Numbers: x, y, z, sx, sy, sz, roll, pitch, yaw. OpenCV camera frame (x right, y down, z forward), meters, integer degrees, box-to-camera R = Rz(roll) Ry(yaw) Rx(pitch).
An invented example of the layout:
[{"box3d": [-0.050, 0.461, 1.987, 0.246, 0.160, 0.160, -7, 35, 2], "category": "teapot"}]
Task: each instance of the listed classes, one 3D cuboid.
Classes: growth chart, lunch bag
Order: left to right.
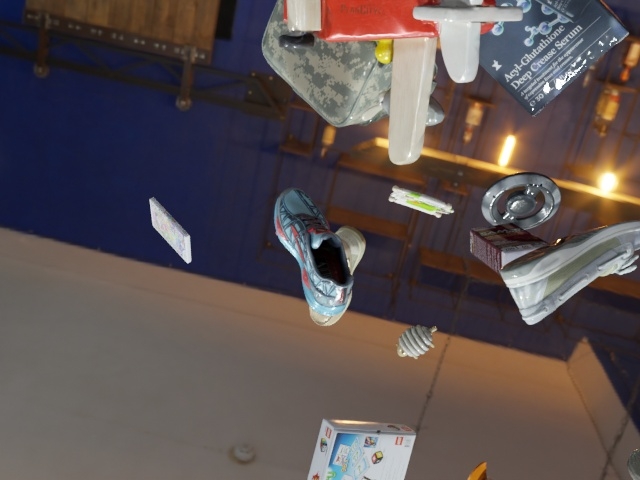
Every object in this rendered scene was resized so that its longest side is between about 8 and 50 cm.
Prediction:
[{"box3d": [0.067, -0.392, 1.464, 0.256, 0.213, 0.305, -14, -129, -48], "category": "lunch bag"}, {"box3d": [0.254, -0.096, 1.795, 0.171, 0.021, 0.237, 18, 178, 2], "category": "growth chart"}]

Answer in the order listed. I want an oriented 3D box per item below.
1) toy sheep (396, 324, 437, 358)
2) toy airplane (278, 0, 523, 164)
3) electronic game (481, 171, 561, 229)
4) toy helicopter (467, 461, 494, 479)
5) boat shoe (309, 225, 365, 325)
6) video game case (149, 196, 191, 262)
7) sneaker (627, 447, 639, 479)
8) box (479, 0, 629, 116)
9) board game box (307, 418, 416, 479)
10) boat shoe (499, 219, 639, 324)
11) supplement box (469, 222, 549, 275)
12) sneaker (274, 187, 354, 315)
[{"box3d": [0.268, 0.277, 1.979, 0.091, 0.132, 0.091, 49, -171, -10], "category": "toy sheep"}, {"box3d": [0.147, -0.373, 1.146, 0.272, 0.386, 0.384, -23, -105, -49], "category": "toy airplane"}, {"box3d": [0.592, -0.113, 2.110, 0.229, 0.229, 0.048, 10, -134, -7], "category": "electronic game"}, {"box3d": [0.308, 0.527, 1.254, 0.140, 0.355, 0.235, -20, -117, -39], "category": "toy helicopter"}, {"box3d": [0.022, 0.103, 1.712, 0.109, 0.302, 0.098, 31, -140, 15], "category": "boat shoe"}, {"box3d": [-0.298, -0.020, 1.421, 0.011, 0.087, 0.122, -33, -117, -29], "category": "video game case"}, {"box3d": [0.622, 0.374, 1.193, 0.146, 0.134, 0.343, 24, 162, -4], "category": "sneaker"}, {"box3d": [0.507, -0.568, 1.781, 0.395, 0.293, 0.212, 42, -151, -8], "category": "box"}, {"box3d": [0.059, 0.500, 1.374, 0.192, 0.305, 0.053, 13, -175, -29], "category": "board game box"}, {"box3d": [0.442, 0.043, 1.206, 0.320, 0.103, 0.118, -19, 179, -31], "category": "boat shoe"}, {"box3d": [0.485, 0.022, 1.836, 0.130, 0.073, 0.239, -8, -165, -8], "category": "supplement box"}, {"box3d": [0.000, 0.000, 1.314, 0.104, 0.125, 0.262, -16, -112, -25], "category": "sneaker"}]
